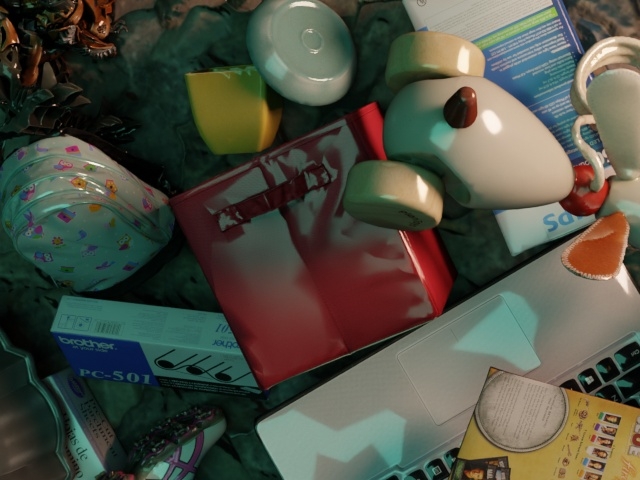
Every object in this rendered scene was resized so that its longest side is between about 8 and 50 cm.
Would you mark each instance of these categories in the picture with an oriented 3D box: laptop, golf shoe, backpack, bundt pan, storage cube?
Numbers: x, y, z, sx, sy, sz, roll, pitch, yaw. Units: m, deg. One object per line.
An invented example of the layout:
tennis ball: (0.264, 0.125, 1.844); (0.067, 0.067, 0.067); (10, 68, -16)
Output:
laptop: (0.200, 0.240, 1.177); (0.382, 0.236, 0.408); (-30, 85, -3)
golf shoe: (-0.160, 0.240, 1.373); (0.186, 0.067, 0.086); (-40, 112, -25)
backpack: (-0.226, -0.024, 1.326); (0.152, 0.182, 0.115); (-36, 49, 10)
bundt pan: (-0.419, 0.226, 1.390); (0.330, 0.124, 0.331); (7, 106, 25)
storage cube: (0.000, 0.000, 1.269); (0.183, 0.215, 0.193); (-24, 95, 13)

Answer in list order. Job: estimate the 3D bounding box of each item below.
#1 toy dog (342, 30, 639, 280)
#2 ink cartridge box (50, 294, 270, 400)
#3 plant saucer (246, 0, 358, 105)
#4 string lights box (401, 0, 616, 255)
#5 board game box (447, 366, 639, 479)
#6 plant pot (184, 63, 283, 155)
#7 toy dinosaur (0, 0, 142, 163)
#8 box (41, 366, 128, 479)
toy dog: (0.187, -0.072, 1.118); (0.333, 0.161, 0.220); (-5, 84, -17)
ink cartridge box: (-0.154, 0.107, 1.368); (0.207, 0.097, 0.046); (6, 58, 13)
plant saucer: (-0.012, -0.187, 1.307); (0.119, 0.119, 0.021); (59, 146, 2)
string lights box: (0.190, -0.131, 1.279); (0.133, 0.077, 0.260); (-23, 90, 14)
board game box: (0.180, 0.240, 1.146); (0.165, 0.042, 0.243); (15, 65, 23)
plant pot: (-0.079, -0.127, 1.342); (0.081, 0.081, 0.083); (-3, 100, 13)
toy dinosaur: (-0.290, -0.188, 1.373); (0.322, 0.164, 0.218); (-39, 71, 31)
box: (-0.209, 0.286, 1.415); (0.063, 0.067, 0.324); (-31, 87, 13)
